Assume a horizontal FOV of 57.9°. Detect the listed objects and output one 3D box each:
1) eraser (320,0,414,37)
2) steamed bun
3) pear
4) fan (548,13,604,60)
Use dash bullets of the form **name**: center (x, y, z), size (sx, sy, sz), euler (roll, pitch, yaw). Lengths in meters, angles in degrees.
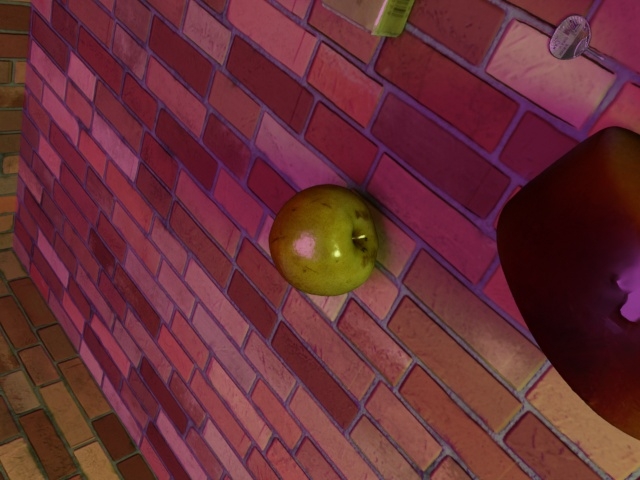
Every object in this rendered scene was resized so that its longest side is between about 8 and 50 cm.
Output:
- **eraser**: center (0.119, -0.509, 0.903), size (0.144, 0.078, 0.343), euler (42, 126, 29)
- **steamed bun**: center (0.377, 0.062, 0.683), size (0.379, 0.248, 0.235), euler (57, 134, 15)
- **pear**: center (0.000, 0.000, 1.076), size (0.209, 0.209, 0.208), euler (14, 111, 42)
- **fan**: center (0.352, -0.277, 0.789), size (0.080, 0.003, 0.060), euler (19, 115, 41)
